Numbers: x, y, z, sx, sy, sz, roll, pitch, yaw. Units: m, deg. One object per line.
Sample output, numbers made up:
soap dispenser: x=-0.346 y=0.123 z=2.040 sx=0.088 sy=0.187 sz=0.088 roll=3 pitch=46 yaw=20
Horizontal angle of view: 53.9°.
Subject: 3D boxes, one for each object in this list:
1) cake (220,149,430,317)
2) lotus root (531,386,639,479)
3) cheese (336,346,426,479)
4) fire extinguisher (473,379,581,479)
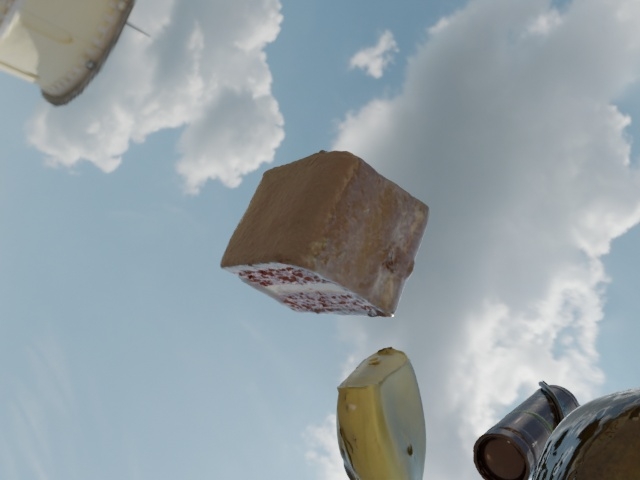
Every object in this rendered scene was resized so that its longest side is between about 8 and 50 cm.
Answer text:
cake: x=0.000 y=0.000 z=1.130 sx=0.309 sy=0.237 sz=0.230 roll=-9 pitch=-127 yaw=51
lotus root: x=0.223 y=0.271 z=0.457 sx=0.250 sy=0.250 sz=0.346 roll=31 pitch=-87 yaw=48
cheese: x=0.132 y=0.391 z=1.234 sx=0.128 sy=0.259 sz=0.315 roll=-5 pitch=-83 yaw=34
fire extinguisher: x=0.398 y=0.337 z=1.114 sx=0.141 sy=0.341 sz=0.105 roll=52 pitch=-55 yaw=22
